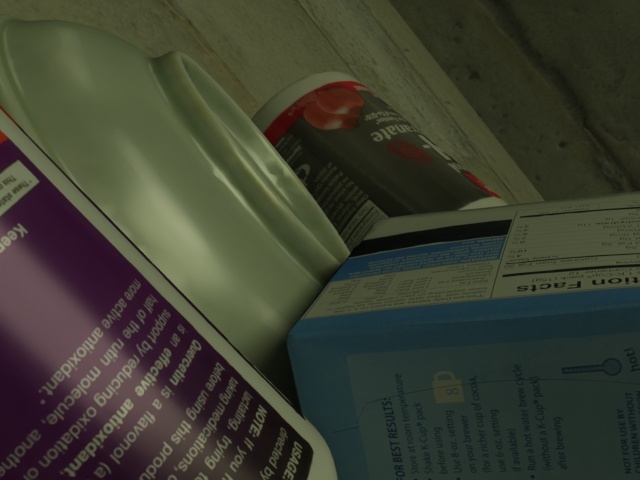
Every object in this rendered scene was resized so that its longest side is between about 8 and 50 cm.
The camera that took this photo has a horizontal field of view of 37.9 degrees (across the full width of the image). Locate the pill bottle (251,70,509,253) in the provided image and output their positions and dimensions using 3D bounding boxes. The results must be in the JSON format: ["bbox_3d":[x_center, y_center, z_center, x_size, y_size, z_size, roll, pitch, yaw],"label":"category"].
[{"bbox_3d":[0.073,-0.002,0.861,0.318,0.176,0.176,44,16,27],"label":"pill bottle"}]

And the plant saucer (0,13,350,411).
[{"bbox_3d":[-0.073,-0.025,0.681,0.400,0.101,0.400,52,6,-8],"label":"plant saucer"}]

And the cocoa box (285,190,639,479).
[{"bbox_3d":[0.144,0.166,0.593,0.228,0.232,0.347,-46,127,-67],"label":"cocoa box"}]

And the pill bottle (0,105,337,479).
[{"bbox_3d":[-0.119,0.094,0.413,0.323,0.181,0.181,48,22,-13],"label":"pill bottle"}]
